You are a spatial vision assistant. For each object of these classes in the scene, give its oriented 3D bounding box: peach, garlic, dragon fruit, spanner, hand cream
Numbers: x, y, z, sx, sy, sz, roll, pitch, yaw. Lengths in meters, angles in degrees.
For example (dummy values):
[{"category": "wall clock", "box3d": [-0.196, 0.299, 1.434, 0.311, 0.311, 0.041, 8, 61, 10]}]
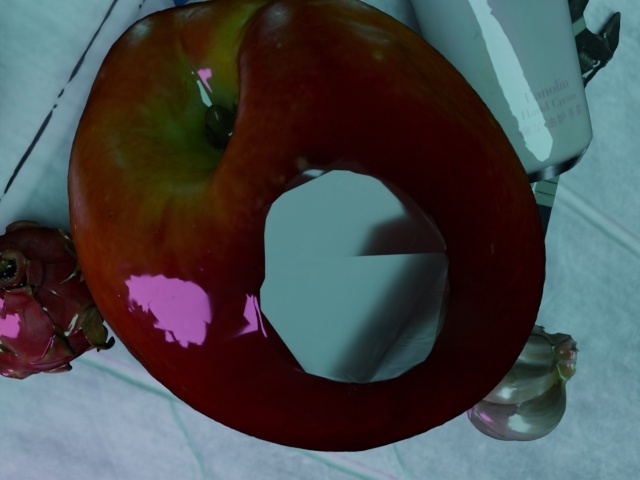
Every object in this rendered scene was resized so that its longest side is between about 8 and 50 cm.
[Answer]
[{"category": "peach", "box3d": [-0.003, -0.005, 0.567, 0.335, 0.310, 0.406, -40, 115, -3]}, {"category": "garlic", "box3d": [0.178, 0.157, 0.771, 0.194, 0.131, 0.127, -3, 108, -25]}, {"category": "dragon fruit", "box3d": [-0.240, 0.045, 0.607, 0.136, 0.166, 0.133, -6, 67, -10]}, {"category": "spanner", "box3d": [0.252, -0.097, 0.761, 0.087, 0.024, 0.315, 0, 110, -22]}, {"category": "hand cream", "box3d": [0.150, -0.230, 0.638, 0.186, 0.118, 0.358, -23, 107, -9]}]

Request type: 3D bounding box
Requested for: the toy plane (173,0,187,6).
[{"category": "toy plane", "box3d": [-0.103, -0.325, 0.525, 0.254, 0.105, 0.271, -24, 114, -8]}]
